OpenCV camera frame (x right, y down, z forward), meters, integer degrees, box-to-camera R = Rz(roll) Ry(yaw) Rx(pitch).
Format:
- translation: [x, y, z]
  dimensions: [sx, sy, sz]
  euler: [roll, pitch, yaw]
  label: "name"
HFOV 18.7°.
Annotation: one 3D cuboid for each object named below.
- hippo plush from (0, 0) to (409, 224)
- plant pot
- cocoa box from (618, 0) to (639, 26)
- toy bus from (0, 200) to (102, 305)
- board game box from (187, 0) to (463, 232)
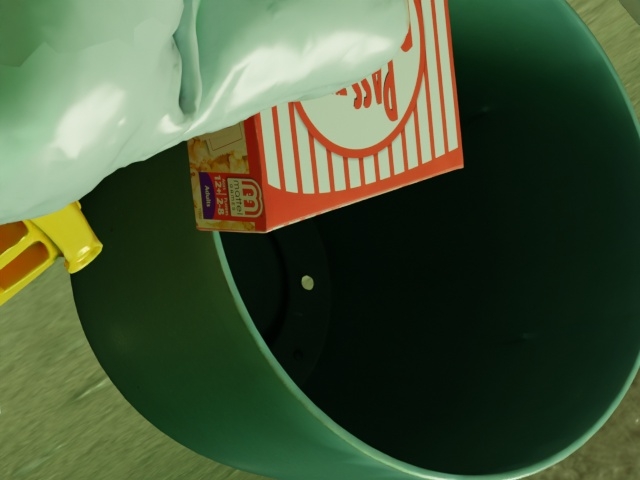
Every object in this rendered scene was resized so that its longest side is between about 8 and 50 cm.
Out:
- translation: [-0.105, -0.144, 0.576]
  dimensions: [0.294, 0.234, 0.236]
  euler: [-42, 145, -49]
  label: "hippo plush"
- translation: [0.000, 0.000, 1.059]
  dimensions: [0.293, 0.293, 0.235]
  euler: [-25, -177, -37]
  label: "plant pot"
- translation: [0.163, -0.264, 0.626]
  dimensions: [0.228, 0.231, 0.347]
  euler: [-34, 167, -10]
  label: "cocoa box"
- translation: [-0.162, -0.038, 0.767]
  dimensions: [0.211, 0.149, 0.220]
  euler: [-30, 166, -3]
  label: "toy bus"
- translation: [-0.004, -0.113, 0.862]
  dimensions: [0.045, 0.193, 0.147]
  euler: [3, -165, 39]
  label: "board game box"
